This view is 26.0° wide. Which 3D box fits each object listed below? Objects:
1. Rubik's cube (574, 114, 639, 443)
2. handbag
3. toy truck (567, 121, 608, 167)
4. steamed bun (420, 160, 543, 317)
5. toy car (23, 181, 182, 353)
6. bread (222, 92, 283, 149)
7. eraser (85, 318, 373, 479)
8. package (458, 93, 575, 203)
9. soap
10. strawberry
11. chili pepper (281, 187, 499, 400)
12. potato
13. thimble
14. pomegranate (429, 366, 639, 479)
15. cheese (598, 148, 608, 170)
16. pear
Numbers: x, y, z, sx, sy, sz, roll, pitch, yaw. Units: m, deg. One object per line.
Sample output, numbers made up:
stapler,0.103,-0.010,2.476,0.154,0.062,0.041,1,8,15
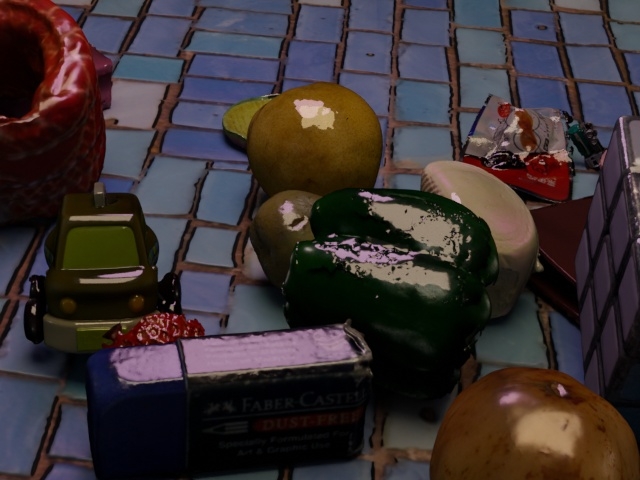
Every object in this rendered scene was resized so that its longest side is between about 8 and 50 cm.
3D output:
Rubik's cube,0.487,0.056,1.691,0.305,0.301,0.304,2,52,-1
handbag,0.430,0.033,2.008,0.260,0.084,0.275,-11,35,-27
toy truck,0.449,-0.160,2.320,0.044,0.083,0.039,-27,23,23
steamed bun,0.226,-0.004,1.955,0.152,0.170,0.239,0,35,-12
toy car,-0.282,0.023,1.803,0.204,0.198,0.248,-1,18,-8
bread,-0.055,-0.189,2.351,0.228,0.033,0.228,5,32,-3
eraser,-0.103,0.186,1.619,0.332,0.155,0.101,-5,35,-14
package,0.332,-0.157,2.322,0.194,0.071,0.269,6,44,7
soap,-0.486,-0.260,2.361,0.162,0.099,0.250,34,42,28
strawberry,-0.198,0.151,1.693,0.145,0.145,0.086,-13,49,-26
chili pepper,0.088,0.062,1.747,0.256,0.249,0.233,16,34,6
potato,0.000,0.000,1.942,0.194,0.157,0.157,-10,34,-25
thimble,-0.492,-0.202,2.074,0.350,0.231,0.350,0,51,0
pomegranate,0.226,0.254,1.495,0.248,0.248,0.248,3,32,-2
cheese,0.548,-0.093,2.227,0.188,0.074,0.286,0,35,-6
pear,-0.003,-0.134,2.115,0.208,0.209,0.209,3,32,-2
